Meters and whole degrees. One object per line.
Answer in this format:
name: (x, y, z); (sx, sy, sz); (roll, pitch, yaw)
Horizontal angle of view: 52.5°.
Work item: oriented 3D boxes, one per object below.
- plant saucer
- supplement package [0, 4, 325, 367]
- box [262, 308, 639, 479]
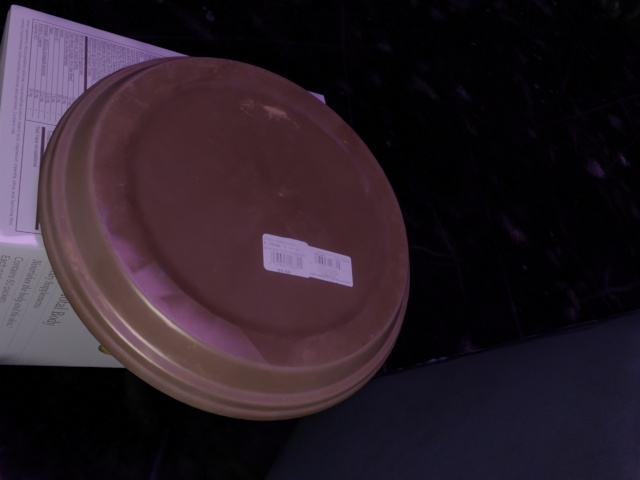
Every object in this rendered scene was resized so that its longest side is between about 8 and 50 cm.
plant saucer: (-0.042, -0.020, 0.445); (0.278, 0.041, 0.277); (19, 54, -27)
supplement package: (-0.140, -0.018, 0.540); (0.263, 0.199, 0.198); (9, 56, -31)
box: (0.125, 0.382, 0.320); (0.472, 0.297, 0.480); (50, 44, -13)
